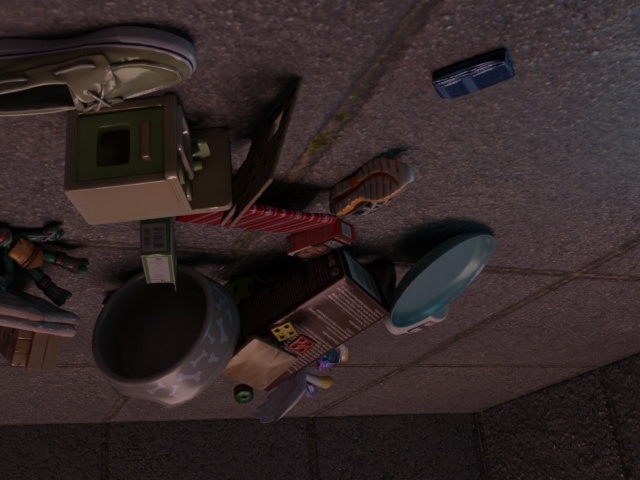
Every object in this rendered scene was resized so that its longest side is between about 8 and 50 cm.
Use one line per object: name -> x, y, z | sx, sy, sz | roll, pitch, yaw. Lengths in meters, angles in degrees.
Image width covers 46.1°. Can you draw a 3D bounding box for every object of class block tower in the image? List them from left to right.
block tower -> -0.696, 0.200, 1.719 | 0.091, 0.097, 0.335 | 14, 180, -40

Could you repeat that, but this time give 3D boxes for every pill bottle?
pill bottle -> 0.267, 0.204, 2.141 | 0.108, 0.107, 0.180 | 10, 152, -34

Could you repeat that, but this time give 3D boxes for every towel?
towel -> -0.710, 0.109, 1.549 | 0.332, 0.053, 0.317 | 16, 175, 37
towel -> -0.132, -0.049, 1.477 | 0.275, 0.031, 0.199 | 7, 171, -28
towel -> 0.237, -0.252, 1.161 | 0.120, 0.029, 0.067 | -17, 156, 22

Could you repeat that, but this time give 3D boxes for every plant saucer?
plant saucer -> 0.283, 0.088, 1.801 | 0.318, 0.043, 0.317 | -31, 153, -18

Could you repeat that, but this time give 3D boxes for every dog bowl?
dog bowl -> -0.362, 0.205, 1.712 | 0.349, 0.348, 0.102 | -13, 143, 16

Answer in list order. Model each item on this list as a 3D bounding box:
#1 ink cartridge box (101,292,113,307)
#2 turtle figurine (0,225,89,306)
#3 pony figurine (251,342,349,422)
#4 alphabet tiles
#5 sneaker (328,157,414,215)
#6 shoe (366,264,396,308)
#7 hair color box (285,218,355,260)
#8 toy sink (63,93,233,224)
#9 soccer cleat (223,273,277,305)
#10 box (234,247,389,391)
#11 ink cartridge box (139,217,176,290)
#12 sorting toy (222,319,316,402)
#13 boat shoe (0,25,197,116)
ink cartridge box -> -0.425, 0.233, 1.934 | 0.223, 0.045, 0.224 | 9, 143, 22
turtle figurine -> -0.586, 0.032, 1.520 | 0.175, 0.118, 0.234 | -49, 140, -4
pony figurine -> -0.080, 0.371, 2.304 | 0.351, 0.303, 0.363 | -42, 148, 1
alphabet tiles -> -0.101, -0.119, 1.183 | 0.009, 0.198, 0.237 | 24, 147, -17
sneaker -> 0.107, -0.098, 1.434 | 0.083, 0.084, 0.215 | 12, 162, -35
shoe -> 0.139, 0.125, 1.867 | 0.081, 0.178, 0.063 | -11, 120, 18
hair color box -> 0.000, 0.000, 1.674 | 0.141, 0.043, 0.072 | -21, 153, 32
toy sink -> -0.263, -0.128, 1.169 | 0.234, 0.152, 0.131 | -5, 157, 0
soccer cleat -> -0.106, 0.133, 1.889 | 0.289, 0.093, 0.121 | -9, 150, 2
box -> -0.050, 0.183, 1.783 | 0.381, 0.143, 0.191 | -35, 130, 15
ink cartridge box -> -0.333, 0.021, 1.555 | 0.062, 0.108, 0.209 | -2, 157, -8
sorting toy -> -0.137, 0.263, 1.710 | 0.132, 0.046, 0.274 | 31, 119, -32
boat shoe -> -0.318, -0.217, 1.018 | 0.303, 0.094, 0.109 | -5, 157, -2
